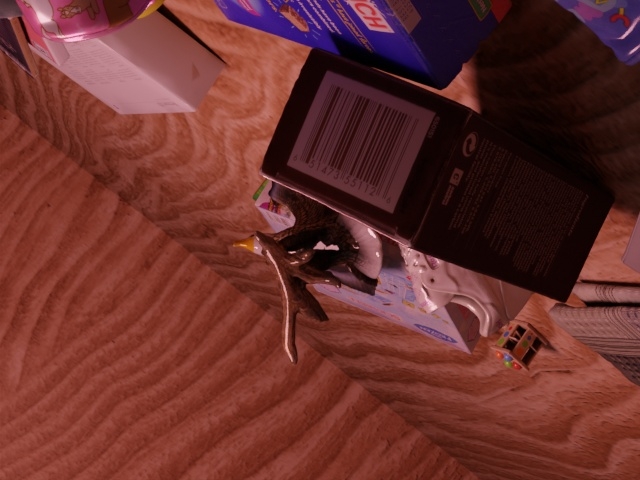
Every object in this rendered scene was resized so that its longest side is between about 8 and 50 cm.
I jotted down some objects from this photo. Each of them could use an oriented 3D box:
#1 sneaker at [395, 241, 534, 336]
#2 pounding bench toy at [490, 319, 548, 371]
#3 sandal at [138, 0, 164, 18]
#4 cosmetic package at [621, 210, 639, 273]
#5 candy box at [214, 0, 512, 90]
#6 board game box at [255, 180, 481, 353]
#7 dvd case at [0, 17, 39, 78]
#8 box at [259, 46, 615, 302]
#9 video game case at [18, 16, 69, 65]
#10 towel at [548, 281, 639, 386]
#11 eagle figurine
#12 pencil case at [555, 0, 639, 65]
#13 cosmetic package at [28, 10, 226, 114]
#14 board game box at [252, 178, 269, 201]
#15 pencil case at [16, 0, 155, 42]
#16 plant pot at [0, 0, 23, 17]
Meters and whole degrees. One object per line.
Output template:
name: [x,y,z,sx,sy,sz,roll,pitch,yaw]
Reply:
sneaker: [0.145,0.001,1.779,0.305,0.152,0.114,38,170,5]
pounding bench toy: [0.301,0.164,2.142,0.052,0.065,0.083,42,167,-24]
sandal: [-0.331,-0.402,1.729,0.317,0.126,0.138,24,159,21]
cosmetic package: [0.359,-0.019,1.228,0.127,0.107,0.238,34,170,13]
candy box: [-0.021,-0.291,1.233,0.317,0.122,0.268,28,165,43]
board game box: [0.087,0.041,2.200,0.318,0.066,0.318,22,162,28]
dvd case: [-0.482,-0.332,1.959,0.164,0.018,0.221,41,166,11]
box: [0.128,-0.055,1.369,0.191,0.143,0.381,26,-174,33]
video game case: [-0.486,-0.377,1.927,0.285,0.025,0.204,37,165,23]
towel: [0.472,0.157,1.710,0.312,0.056,0.324,37,166,-14]
eagle figurine: [-0.010,-0.004,1.923,0.225,0.226,0.298,31,-154,6]
pencil case: [0.146,-0.256,0.906,0.306,0.119,0.133,40,147,-10]
cosmetic package: [-0.339,-0.308,2.076,0.284,0.097,0.377,38,168,-23]
board game box: [-0.046,-0.066,2.332,0.124,0.039,0.259,36,165,-4]
pencil case: [-0.281,-0.385,1.303,0.160,0.167,0.386,36,155,55]
plant pot: [-0.365,-0.405,1.495,0.293,0.293,0.196,31,140,27]
